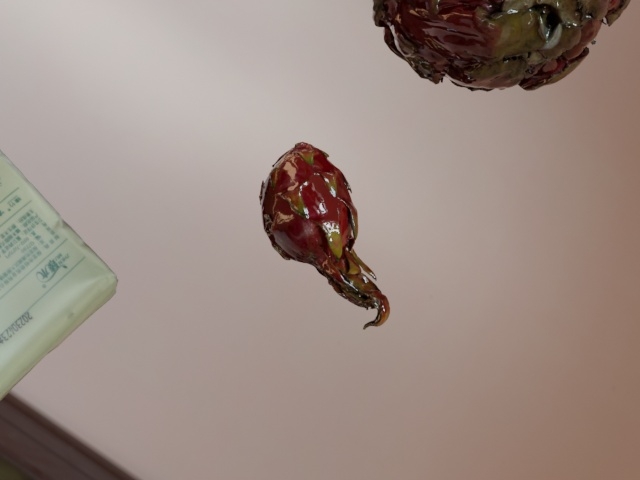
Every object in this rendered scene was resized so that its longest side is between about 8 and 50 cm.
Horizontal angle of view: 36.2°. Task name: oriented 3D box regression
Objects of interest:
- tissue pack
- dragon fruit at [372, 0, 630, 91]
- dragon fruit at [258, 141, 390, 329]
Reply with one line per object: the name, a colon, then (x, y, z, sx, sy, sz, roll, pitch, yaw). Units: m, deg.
tissue pack: (-0.514, 0.096, 1.354, 0.380, 0.297, 0.207, -46, -171, -33)
dragon fruit: (0.200, -0.326, 1.142, 0.329, 0.329, 0.329, -51, -170, 12)
dragon fruit: (0.000, 0.000, 0.913, 0.094, 0.191, 0.094, -22, 165, -6)
